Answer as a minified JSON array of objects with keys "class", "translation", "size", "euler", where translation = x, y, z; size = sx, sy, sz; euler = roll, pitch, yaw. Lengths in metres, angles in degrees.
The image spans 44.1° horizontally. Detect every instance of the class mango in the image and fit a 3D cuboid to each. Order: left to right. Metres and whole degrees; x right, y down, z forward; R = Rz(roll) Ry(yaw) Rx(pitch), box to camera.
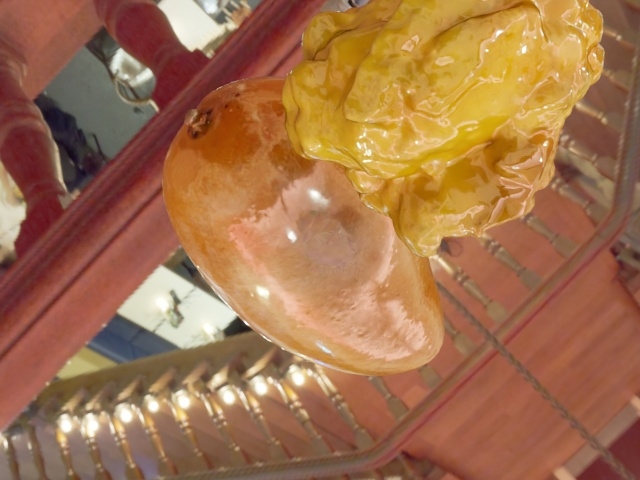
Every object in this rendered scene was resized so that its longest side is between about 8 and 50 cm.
[{"class":"mango","translation":[0.000,0.000,0.775],"size":[0.221,0.199,0.384],"euler":[-40,124,4]}]

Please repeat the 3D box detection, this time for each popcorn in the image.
[{"class":"popcorn","translation":[0.078,-0.098,0.481],"size":[0.197,0.197,0.155],"euler":[-44,113,3]}]

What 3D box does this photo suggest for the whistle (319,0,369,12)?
[{"class":"whistle","translation":[0.072,-0.259,0.893],"size":[0.093,0.180,0.269],"euler":[-45,174,22]}]
